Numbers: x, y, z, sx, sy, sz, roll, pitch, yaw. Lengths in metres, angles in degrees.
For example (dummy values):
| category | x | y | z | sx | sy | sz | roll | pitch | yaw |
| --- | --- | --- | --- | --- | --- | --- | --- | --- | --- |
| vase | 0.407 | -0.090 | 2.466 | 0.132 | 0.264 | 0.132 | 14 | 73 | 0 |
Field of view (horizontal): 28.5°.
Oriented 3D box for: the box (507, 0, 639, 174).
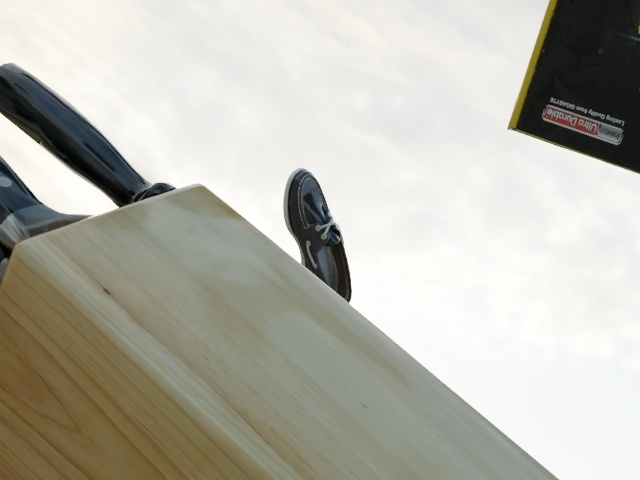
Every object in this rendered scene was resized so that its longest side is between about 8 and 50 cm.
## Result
| category | x | y | z | sx | sy | sz | roll | pitch | yaw |
| --- | --- | --- | --- | --- | --- | --- | --- | --- | --- |
| box | 0.330 | -0.154 | 0.952 | 0.322 | 0.257 | 0.079 | 25 | 12 | 33 |

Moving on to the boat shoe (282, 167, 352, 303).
| category | x | y | z | sx | sy | sz | roll | pitch | yaw |
| --- | --- | --- | --- | --- | --- | --- | --- | --- | --- |
| boat shoe | 0.000 | 0.000 | 1.045 | 0.038 | 0.046 | 0.125 | 12 | -61 | 41 |

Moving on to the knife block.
| category | x | y | z | sx | sy | sz | roll | pitch | yaw |
| --- | --- | --- | --- | --- | --- | --- | --- | --- | --- |
| knife block | -0.047 | 0.036 | 0.402 | 0.275 | 0.088 | 0.242 | -9 | -80 | 38 |
